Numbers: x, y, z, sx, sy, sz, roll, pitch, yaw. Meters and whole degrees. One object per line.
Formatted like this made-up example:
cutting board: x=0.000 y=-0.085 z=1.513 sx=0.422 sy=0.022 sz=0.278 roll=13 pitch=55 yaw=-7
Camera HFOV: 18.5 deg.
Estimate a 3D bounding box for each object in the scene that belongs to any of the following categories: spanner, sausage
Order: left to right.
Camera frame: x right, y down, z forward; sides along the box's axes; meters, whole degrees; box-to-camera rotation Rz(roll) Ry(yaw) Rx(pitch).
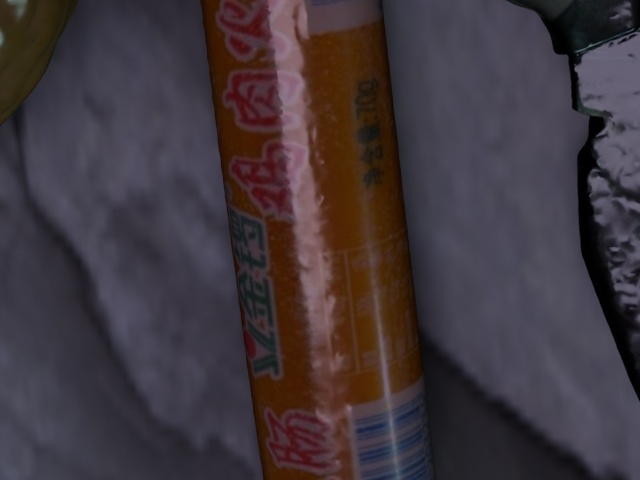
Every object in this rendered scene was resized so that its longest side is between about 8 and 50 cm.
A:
sausage: x=0.000 y=0.000 z=0.579 sx=0.053 sy=0.053 sz=0.348 roll=-4 pitch=105 yaw=10
spanner: x=0.089 y=-0.107 z=0.541 sx=0.095 sy=0.040 sz=0.325 roll=-3 pitch=105 yaw=9

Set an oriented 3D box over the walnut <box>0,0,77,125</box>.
walnut: x=-0.137 y=-0.113 z=0.520 sx=0.155 sy=0.155 sz=0.184 roll=-2 pitch=103 yaw=9
